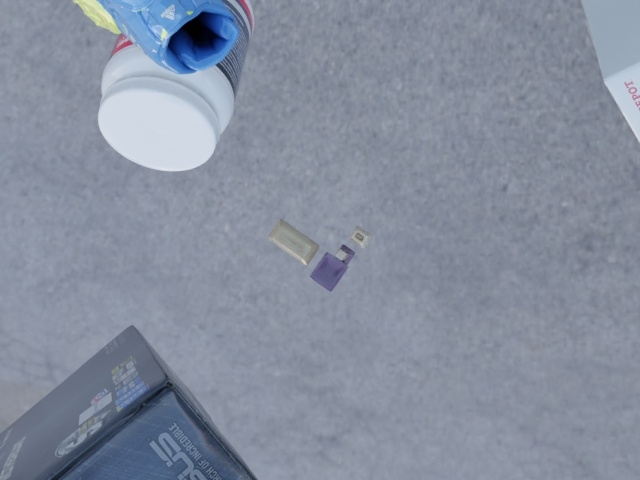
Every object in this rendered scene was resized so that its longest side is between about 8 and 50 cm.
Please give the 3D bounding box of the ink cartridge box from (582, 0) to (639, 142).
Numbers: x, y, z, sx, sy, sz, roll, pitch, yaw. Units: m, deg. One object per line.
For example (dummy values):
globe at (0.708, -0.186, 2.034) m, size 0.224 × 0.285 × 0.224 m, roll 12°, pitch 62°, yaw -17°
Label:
ink cartridge box at (0.361, -0.192, 0.857) m, size 0.176 × 0.127 × 0.128 m, roll -22°, pitch 137°, yaw 27°

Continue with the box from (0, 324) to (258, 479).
box at (-0.132, 0.125, 0.402) m, size 0.059 × 0.183 × 0.232 m, roll 51°, pitch 169°, yaw -9°

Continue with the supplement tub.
supplement tub at (-0.210, -0.258, 1.322) m, size 0.191 × 0.272 × 0.191 m, roll 6°, pitch 144°, yaw 4°

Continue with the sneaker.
sneaker at (-0.120, -0.169, 0.676) m, size 0.091 × 0.240 × 0.126 m, roll -43°, pitch 93°, yaw 8°

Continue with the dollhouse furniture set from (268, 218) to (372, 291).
dollhouse furniture set at (0.000, 0.000, 1.188) m, size 0.114 × 0.091 × 0.081 m, roll 35°, pitch -177°, yaw 9°
